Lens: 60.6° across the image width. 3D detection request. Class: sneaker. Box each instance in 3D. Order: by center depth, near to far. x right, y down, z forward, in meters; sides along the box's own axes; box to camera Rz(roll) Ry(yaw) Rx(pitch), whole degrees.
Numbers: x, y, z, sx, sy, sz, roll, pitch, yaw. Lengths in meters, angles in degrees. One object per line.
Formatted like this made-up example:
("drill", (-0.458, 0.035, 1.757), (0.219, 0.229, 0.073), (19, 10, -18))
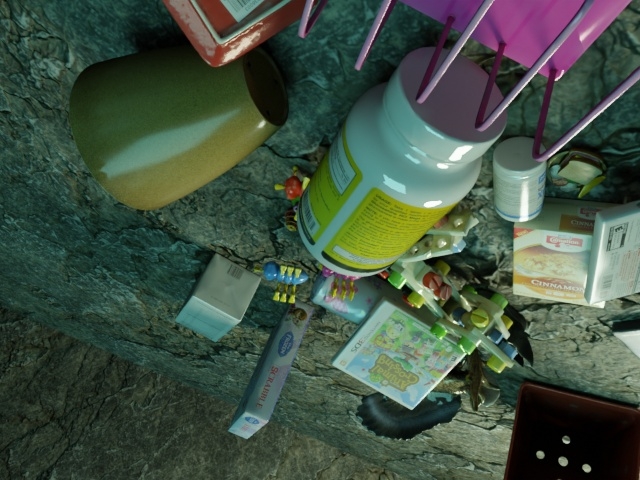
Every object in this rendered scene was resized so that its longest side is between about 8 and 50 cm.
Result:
("sneaker", (0.361, 0.176, 1.089), (0.170, 0.089, 0.051), (35, 148, -18))

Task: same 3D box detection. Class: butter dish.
("butter dish", (-0.110, -0.317, 0.643), (0.160, 0.118, 0.160), (-31, 128, 5))

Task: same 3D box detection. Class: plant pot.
("plant pot", (-0.185, -0.186, 0.806), (0.254, 0.237, 0.237), (-12, 135, 26))
("plant pot", (0.598, 0.528, 1.326), (0.267, 0.267, 0.236), (10, 158, 23))

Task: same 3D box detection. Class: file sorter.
("file sorter", (0.148, -0.237, 0.512), (0.290, 0.182, 0.202), (26, 150, -3))

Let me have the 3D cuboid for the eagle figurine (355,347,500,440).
("eagle figurine", (0.246, 0.321, 1.286), (0.298, 0.226, 0.225), (-30, 80, 36))

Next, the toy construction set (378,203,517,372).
("toy construction set", (0.220, 0.079, 0.972), (0.215, 0.151, 0.328), (31, 154, 56))

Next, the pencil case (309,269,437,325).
("pencil case", (0.113, 0.130, 1.165), (0.273, 0.124, 0.113), (29, 168, -7))

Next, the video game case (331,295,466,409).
("video game case", (0.162, 0.237, 1.130), (0.212, 0.023, 0.193), (32, 113, -11))

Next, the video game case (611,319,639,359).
("video game case", (0.694, 0.216, 0.989), (0.274, 0.026, 0.196), (39, 146, -22))

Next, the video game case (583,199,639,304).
("video game case", (0.460, 0.005, 0.745), (0.183, 0.023, 0.201), (-16, 138, 7))

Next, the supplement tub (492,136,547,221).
("supplement tub", (0.278, -0.083, 0.768), (0.071, 0.071, 0.107), (9, 147, 24))

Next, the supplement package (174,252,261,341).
("supplement package", (-0.278, 0.158, 1.456), (0.139, 0.134, 0.244), (31, 148, -12))

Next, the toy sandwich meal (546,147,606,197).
("toy sandwich meal", (0.348, -0.091, 0.747), (0.085, 0.029, 0.085), (17, 149, 11))

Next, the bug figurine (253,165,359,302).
("bug figurine", (0.000, 0.000, 1.028), (0.216, 0.072, 0.279), (15, 122, -6))

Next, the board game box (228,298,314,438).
("board game box", (-0.138, 0.355, 1.487), (0.066, 0.319, 0.318), (26, 150, -4))

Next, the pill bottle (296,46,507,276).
("pill bottle", (0.099, -0.094, 0.758), (0.188, 0.188, 0.334), (28, 148, -6))

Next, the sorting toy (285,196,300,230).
("sorting toy", (-0.040, -0.046, 1.070), (0.061, 0.042, 0.102), (25, 149, -1))

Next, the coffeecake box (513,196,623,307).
("coffeecake box", (0.380, 0.020, 0.858), (0.142, 0.068, 0.185), (8, 145, 25))
